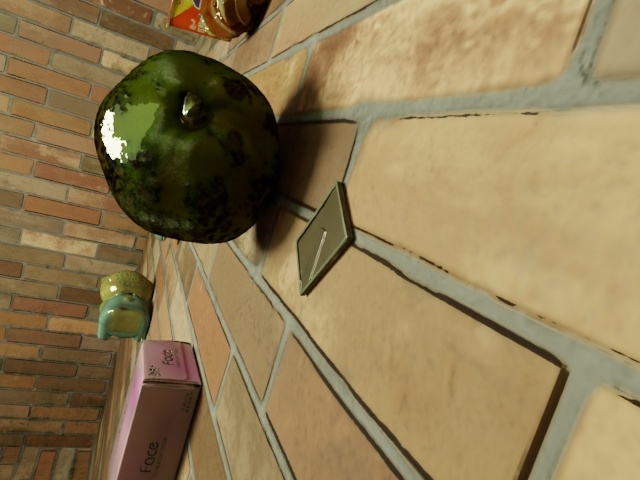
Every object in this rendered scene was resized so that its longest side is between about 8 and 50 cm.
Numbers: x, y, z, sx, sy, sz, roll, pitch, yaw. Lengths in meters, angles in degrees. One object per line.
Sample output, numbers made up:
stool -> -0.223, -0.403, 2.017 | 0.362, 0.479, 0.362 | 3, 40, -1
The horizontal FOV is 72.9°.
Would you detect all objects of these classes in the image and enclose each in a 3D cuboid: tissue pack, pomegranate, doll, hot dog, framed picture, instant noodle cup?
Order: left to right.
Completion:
doll -> -0.688, 0.215, 1.531 | 0.162, 0.177, 0.261 | -69, 28, 26
tissue pack -> -0.278, 0.306, 0.713 | 0.148, 0.092, 0.246 | 30, 104, 63
instant noodle cup -> -0.308, -0.653, 1.175 | 0.213, 0.174, 0.213 | -41, 42, 53
pomegranate -> -0.140, -0.098, 0.557 | 0.203, 0.276, 0.222 | 4, 74, 21
hot dog -> -0.172, -0.491, 0.903 | 0.146, 0.103, 0.213 | -54, 35, -3
framed picture -> 0.000, 0.000, 0.384 | 0.089, 0.006, 0.066 | -53, 34, 41

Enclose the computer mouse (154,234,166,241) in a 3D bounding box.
computer mouse -> -0.408, -0.122, 1.209 | 0.288, 0.097, 0.160 | 113, 154, -46

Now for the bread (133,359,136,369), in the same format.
bread -> -0.357, 0.314, 0.905 | 0.140, 0.069, 0.128 | 42, 117, 59
